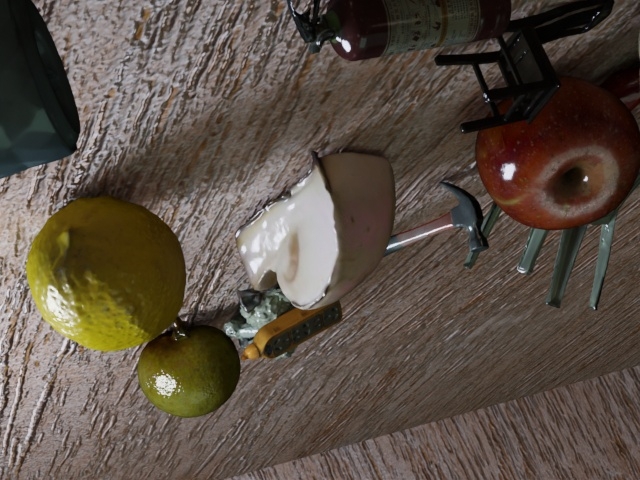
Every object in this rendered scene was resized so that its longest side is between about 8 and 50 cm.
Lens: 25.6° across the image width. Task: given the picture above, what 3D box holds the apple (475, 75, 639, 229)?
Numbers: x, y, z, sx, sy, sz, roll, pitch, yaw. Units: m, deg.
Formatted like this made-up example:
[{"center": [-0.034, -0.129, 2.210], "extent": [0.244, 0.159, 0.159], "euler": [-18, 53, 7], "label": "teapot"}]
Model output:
[{"center": [0.290, -0.113, 1.730], "extent": [0.201, 0.162, 0.201], "euler": [-5, 129, -6], "label": "apple"}]

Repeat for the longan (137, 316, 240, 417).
[{"center": [-0.204, 0.190, 2.162], "extent": [0.154, 0.176, 0.145], "euler": [-32, -148, -25], "label": "longan"}]

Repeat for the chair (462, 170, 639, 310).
[{"center": [0.361, -0.049, 1.964], "extent": [0.203, 0.190, 0.275], "euler": [3, 110, -53], "label": "chair"}]

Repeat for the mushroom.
[{"center": [0.025, 0.006, 1.796], "extent": [0.173, 0.162, 0.236], "euler": [-5, 159, -36], "label": "mushroom"}]

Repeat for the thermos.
[{"center": [-0.351, -0.103, 1.117], "extent": [0.286, 0.145, 0.182], "euler": [-19, 131, -1], "label": "thermos"}]

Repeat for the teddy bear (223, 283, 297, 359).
[{"center": [-0.077, 0.127, 2.130], "extent": [0.133, 0.111, 0.213], "euler": [-22, 164, -6], "label": "teddy bear"}]

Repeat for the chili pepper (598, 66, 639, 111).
[{"center": [0.390, -0.193, 1.792], "extent": [0.191, 0.050, 0.059], "euler": [-35, 157, 11], "label": "chili pepper"}]

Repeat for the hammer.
[{"center": [0.113, 0.001, 2.011], "extent": [0.287, 0.111, 0.033], "euler": [-23, 161, 37], "label": "hammer"}]

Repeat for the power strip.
[{"center": [-0.042, 0.132, 2.072], "extent": [0.178, 0.028, 0.049], "euler": [-28, 132, -22], "label": "power strip"}]

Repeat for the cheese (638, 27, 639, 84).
[{"center": [0.514, -0.199, 1.592], "extent": [0.326, 0.115, 0.318], "euler": [23, 121, -22], "label": "cheese"}]

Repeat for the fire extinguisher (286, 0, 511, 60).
[{"center": [0.070, -0.224, 1.336], "extent": [0.231, 0.071, 0.099], "euler": [-11, 132, -23], "label": "fire extinguisher"}]

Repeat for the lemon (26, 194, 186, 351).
[{"center": [-0.238, 0.037, 1.586], "extent": [0.180, 0.181, 0.193], "euler": [-14, 153, -18], "label": "lemon"}]

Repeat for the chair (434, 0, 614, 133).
[{"center": [0.244, -0.194, 1.542], "extent": [0.212, 0.102, 0.084], "euler": [-12, 161, -21], "label": "chair"}]
